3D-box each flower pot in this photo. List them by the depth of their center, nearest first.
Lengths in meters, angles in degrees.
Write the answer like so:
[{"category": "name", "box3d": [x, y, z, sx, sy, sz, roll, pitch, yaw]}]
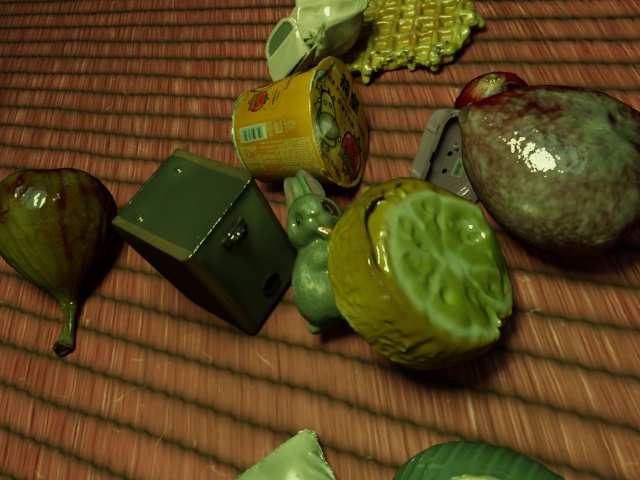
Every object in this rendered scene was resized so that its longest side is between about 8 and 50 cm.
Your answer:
[{"category": "flower pot", "box3d": [0.178, 0.309, 0.575, 0.243, 0.157, 0.189, 20, 64, 27]}]

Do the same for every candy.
[{"category": "candy", "box3d": [0.131, 0.039, 0.733, 0.260, 0.118, 0.259, 16, 53, -22]}]

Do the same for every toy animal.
[{"category": "toy animal", "box3d": [-0.002, 0.000, 0.827, 0.127, 0.125, 0.251, -18, 74, -29]}]

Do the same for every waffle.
[{"category": "waffle", "box3d": [0.164, -0.423, 1.147, 0.301, 0.058, 0.281, -20, 52, 7]}]

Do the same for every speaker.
[{"category": "speaker", "box3d": [-0.157, 0.005, 0.853, 0.193, 0.231, 0.153, 22, 66, 30]}]

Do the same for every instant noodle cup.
[{"category": "instant noodle cup", "box3d": [-0.035, -0.188, 0.970, 0.172, 0.215, 0.215, -4, 55, 28]}]

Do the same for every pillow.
[{"category": "pillow", "box3d": [-0.013, 0.348, 0.680, 0.128, 0.051, 0.229, -32, 51, -7]}]

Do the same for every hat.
[{"category": "hat", "box3d": [-0.008, -0.376, 1.120, 0.164, 0.226, 0.219, 2, 42, -19]}]

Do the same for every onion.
[{"category": "onion", "box3d": [0.283, -0.213, 0.924, 0.131, 0.131, 0.131, -9, 54, 13]}]

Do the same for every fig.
[{"category": "fig", "box3d": [-0.462, 0.039, 0.992, 0.217, 0.217, 0.320, -8, 82, 14]}]

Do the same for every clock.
[{"category": "clock", "box3d": [0.206, -0.127, 0.885, 0.110, 0.152, 0.050, 11, 23, -16]}]

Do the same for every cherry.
[{"category": "cherry", "box3d": [0.319, -0.100, 0.767, 0.300, 0.203, 0.230, 31, 73, 6]}]
